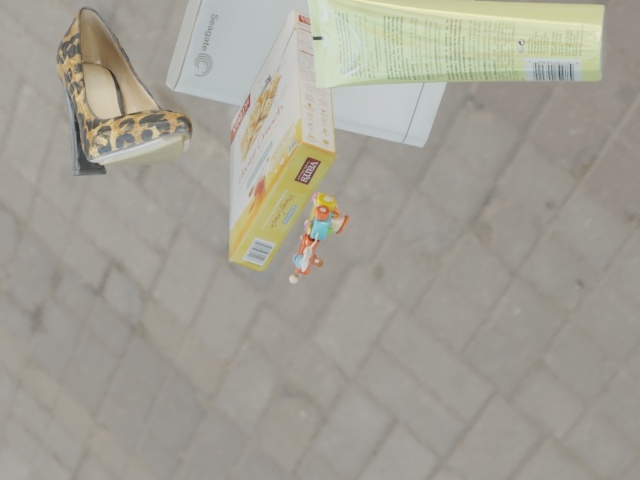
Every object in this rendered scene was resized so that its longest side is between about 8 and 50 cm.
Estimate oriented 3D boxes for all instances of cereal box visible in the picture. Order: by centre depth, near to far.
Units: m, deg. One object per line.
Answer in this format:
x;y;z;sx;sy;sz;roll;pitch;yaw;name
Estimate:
-0.044;-0.107;1.586;0.047;0.240;0.173;18;127;-19;cereal box

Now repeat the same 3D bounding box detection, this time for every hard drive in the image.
0.008;-0.261;1.863;0.047;0.353;0.233;44;120;60;hard drive

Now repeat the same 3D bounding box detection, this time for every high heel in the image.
-0.207;-0.170;1.569;0.261;0.093;0.186;-6;86;57;high heel

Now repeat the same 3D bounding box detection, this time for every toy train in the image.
0.000;0.000;1.942;0.046;0.166;0.125;15;88;-5;toy train

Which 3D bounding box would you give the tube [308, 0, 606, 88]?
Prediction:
0.109;-0.163;1.216;0.240;0.062;0.070;2;84;13;tube
